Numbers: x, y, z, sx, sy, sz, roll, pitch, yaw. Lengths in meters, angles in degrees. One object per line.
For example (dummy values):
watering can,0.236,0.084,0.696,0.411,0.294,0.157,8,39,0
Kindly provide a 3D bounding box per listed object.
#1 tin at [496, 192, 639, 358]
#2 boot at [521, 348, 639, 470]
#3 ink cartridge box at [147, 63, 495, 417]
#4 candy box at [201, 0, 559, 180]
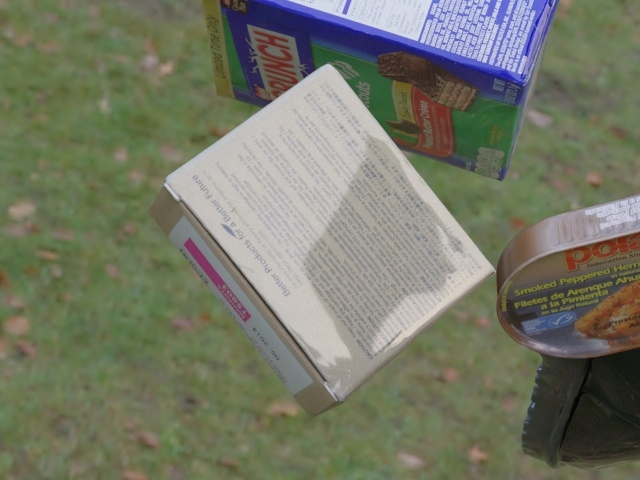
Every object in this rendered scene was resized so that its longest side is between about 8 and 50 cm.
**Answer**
tin,0.196,0.016,1.017,0.190,0.106,0.040,-14,50,15
boot,0.372,0.179,1.227,0.445,0.146,0.367,27,-12,15
ink cartridge box,0.000,0.000,1.456,0.193,0.088,0.234,-37,88,-24
candy box,0.053,-0.194,1.655,0.317,0.122,0.268,19,-16,7
